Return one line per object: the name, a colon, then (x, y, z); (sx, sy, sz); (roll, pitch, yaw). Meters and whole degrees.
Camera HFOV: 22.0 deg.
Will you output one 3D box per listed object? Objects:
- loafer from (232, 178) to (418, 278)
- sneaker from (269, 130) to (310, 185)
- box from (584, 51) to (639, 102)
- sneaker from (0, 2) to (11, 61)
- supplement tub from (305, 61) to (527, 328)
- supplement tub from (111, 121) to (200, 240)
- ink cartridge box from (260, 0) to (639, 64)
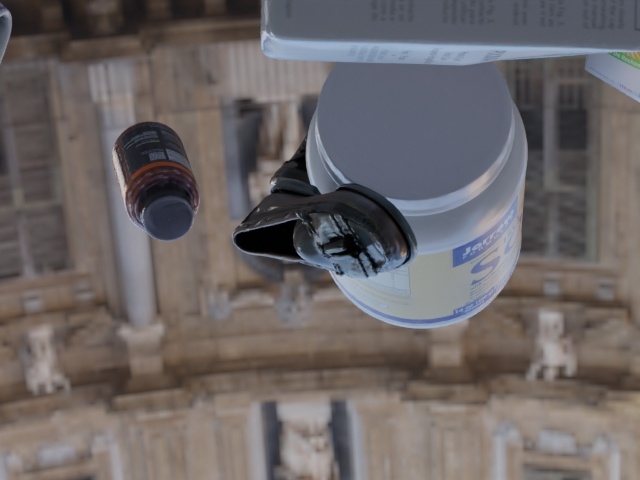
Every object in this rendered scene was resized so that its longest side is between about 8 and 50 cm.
loafer: (0.000, 0.000, 1.595); (0.084, 0.096, 0.267); (-35, -161, -19)
sneaker: (-0.008, -0.122, 2.288); (0.083, 0.118, 0.222); (20, -172, 5)
box: (0.373, -0.181, 1.592); (0.203, 0.103, 0.114); (36, -125, 25)
sneaker: (-0.432, -0.162, 1.658); (0.161, 0.102, 0.282); (34, -109, 21)
supplement tub: (0.109, -0.064, 1.837); (0.241, 0.331, 0.241); (-2, -114, 4)
supplement tub: (-0.224, -0.077, 2.255); (0.106, 0.106, 0.198); (-8, -148, -10)
ink cartridge box: (0.154, -0.276, 1.127); (0.385, 0.308, 0.091); (2, 177, -4)
